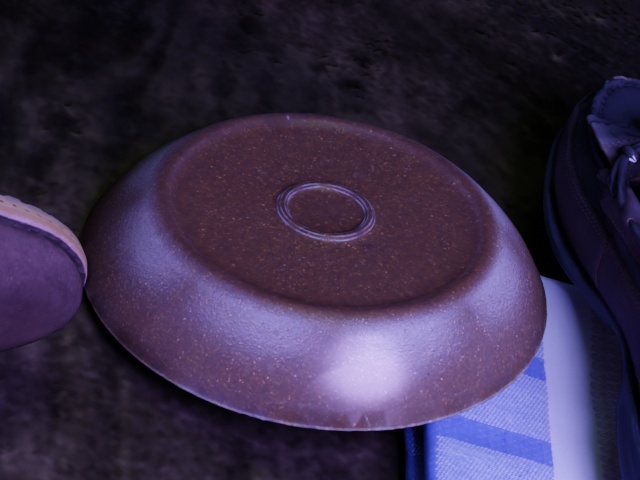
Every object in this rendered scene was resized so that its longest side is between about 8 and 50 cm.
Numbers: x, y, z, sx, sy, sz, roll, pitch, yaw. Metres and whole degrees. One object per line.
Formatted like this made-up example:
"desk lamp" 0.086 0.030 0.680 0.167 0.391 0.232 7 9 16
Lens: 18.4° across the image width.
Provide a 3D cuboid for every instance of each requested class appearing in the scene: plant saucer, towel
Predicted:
"plant saucer" 0.000 0.000 0.820 0.199 0.036 0.198 6 36 -5
"towel" 0.171 0.097 0.817 0.285 0.034 0.209 16 37 -8

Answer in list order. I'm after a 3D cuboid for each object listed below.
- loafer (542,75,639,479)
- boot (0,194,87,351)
"loafer" 0.165 0.010 0.820 0.109 0.095 0.302 12 35 -11
"boot" -0.169 0.085 0.641 0.248 0.090 0.207 -4 56 -32
